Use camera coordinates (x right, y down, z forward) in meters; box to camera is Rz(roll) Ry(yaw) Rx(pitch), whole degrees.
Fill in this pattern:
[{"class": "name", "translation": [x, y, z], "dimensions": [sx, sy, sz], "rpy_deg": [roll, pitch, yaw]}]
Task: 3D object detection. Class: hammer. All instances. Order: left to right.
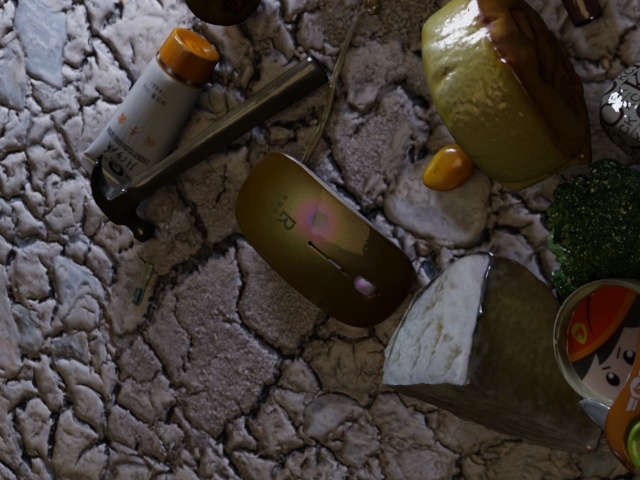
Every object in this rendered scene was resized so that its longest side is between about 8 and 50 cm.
[{"class": "hammer", "translation": [-0.178, -0.155, 1.277], "dimensions": [0.439, 0.044, 0.168], "rpy_deg": [-30, 124, 17]}]

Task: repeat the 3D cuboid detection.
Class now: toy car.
[{"class": "toy car", "translation": [0.367, 0.142, 0.920], "dimensions": [0.235, 0.145, 0.235], "rpy_deg": [-3, 86, 51]}]

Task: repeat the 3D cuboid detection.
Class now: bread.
[{"class": "bread", "translation": [0.234, -0.194, 0.995], "dimensions": [0.148, 0.270, 0.270], "rpy_deg": [-29, 86, 28]}]

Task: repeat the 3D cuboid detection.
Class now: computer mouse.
[{"class": "computer mouse", "translation": [0.000, 0.000, 1.220], "dimensions": [0.310, 0.072, 0.158], "rpy_deg": [42, 113, 8]}]

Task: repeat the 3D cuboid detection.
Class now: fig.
[{"class": "fig", "translation": [-0.179, -0.425, 1.237], "dimensions": [0.124, 0.124, 0.236], "rpy_deg": [-48, 59, 22]}]

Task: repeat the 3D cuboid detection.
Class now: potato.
[{"class": "potato", "translation": [0.257, 0.161, 1.133], "dimensions": [0.264, 0.211, 0.189], "rpy_deg": [29, 68, -16]}]

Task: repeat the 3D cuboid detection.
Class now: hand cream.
[{"class": "hand cream", "translation": [-0.283, -0.203, 1.320], "dimensions": [0.139, 0.089, 0.314], "rpy_deg": [37, 118, 3]}]

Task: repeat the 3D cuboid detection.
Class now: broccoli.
[{"class": "broccoli", "translation": [0.368, -0.012, 1.027], "dimensions": [0.156, 0.195, 0.195], "rpy_deg": [-20, 89, 59]}]

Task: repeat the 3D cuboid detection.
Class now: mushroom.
[{"class": "mushroom", "translation": [0.022, -0.234, 1.216], "dimensions": [0.025, 0.028, 0.286], "rpy_deg": [18, 110, -24]}]

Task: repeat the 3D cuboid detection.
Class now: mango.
[{"class": "mango", "translation": [0.183, -0.102, 1.151], "dimensions": [0.089, 0.046, 0.060], "rpy_deg": [-30, 83, 37]}]

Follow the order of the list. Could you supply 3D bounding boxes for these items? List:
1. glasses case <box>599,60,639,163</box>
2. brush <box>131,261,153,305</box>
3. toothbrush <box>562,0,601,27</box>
[{"class": "glasses case", "translation": [0.488, -0.097, 0.939], "dimensions": [0.137, 0.085, 0.355], "rpy_deg": [-41, 58, -5]}, {"class": "brush", "translation": [-0.313, 0.077, 1.408], "dimensions": [0.016, 0.013, 0.084], "rpy_deg": [30, 106, 19]}, {"class": "toothbrush", "translation": [0.279, -0.450, 1.062], "dimensions": [0.041, 0.041, 0.364], "rpy_deg": [-25, 87, 24]}]
